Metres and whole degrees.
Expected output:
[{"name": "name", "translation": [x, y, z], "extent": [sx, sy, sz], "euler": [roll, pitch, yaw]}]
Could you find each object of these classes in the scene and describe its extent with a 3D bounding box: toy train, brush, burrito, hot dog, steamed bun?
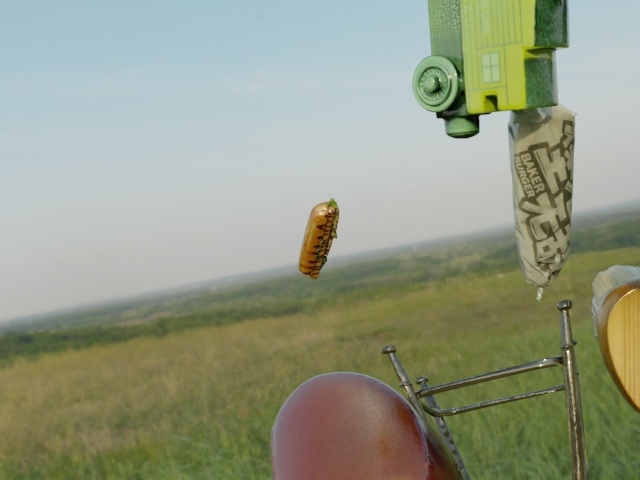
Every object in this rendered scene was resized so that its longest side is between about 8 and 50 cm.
[{"name": "toy train", "translation": [0.295, -0.404, 1.462], "extent": [0.273, 0.441, 0.179], "euler": [2, 10, 41]}, {"name": "brush", "translation": [0.600, 0.188, 1.573], "extent": [0.175, 0.266, 0.166], "euler": [1, 7, 4]}, {"name": "burrito", "translation": [0.444, -0.077, 1.657], "extent": [0.139, 0.445, 0.101], "euler": [-24, 31, -25]}, {"name": "hot dog", "translation": [0.000, 0.000, 1.113], "extent": [0.049, 0.122, 0.037], "euler": [-20, 43, -42]}, {"name": "steamed bun", "translation": [0.079, 0.365, 1.218], "extent": [0.248, 0.235, 0.379], "euler": [-27, 32, 11]}]

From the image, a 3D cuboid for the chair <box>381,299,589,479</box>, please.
[{"name": "chair", "translation": [0.373, 0.394, 1.620], "extent": [0.365, 0.409, 0.362], "euler": [-17, -23, 12]}]
